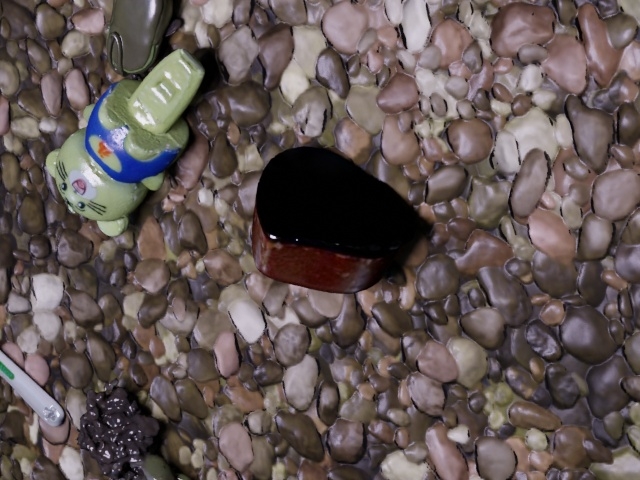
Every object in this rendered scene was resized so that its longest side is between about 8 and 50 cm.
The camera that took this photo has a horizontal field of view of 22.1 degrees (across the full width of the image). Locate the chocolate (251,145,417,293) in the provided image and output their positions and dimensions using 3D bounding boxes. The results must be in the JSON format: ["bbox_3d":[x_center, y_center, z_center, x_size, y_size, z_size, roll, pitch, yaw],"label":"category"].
[{"bbox_3d":[0.000,0.000,1.387,0.149,0.125,0.080,33,137,23],"label":"chocolate"}]

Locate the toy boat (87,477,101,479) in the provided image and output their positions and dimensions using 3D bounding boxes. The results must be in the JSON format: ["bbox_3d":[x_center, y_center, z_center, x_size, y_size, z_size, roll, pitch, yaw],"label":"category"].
[{"bbox_3d":[-0.227,0.313,1.705,0.096,0.034,0.122,44,134,21],"label":"toy boat"}]

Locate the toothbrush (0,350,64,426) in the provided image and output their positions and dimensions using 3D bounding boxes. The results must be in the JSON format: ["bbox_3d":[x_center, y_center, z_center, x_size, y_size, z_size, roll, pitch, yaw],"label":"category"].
[{"bbox_3d":[-0.376,0.096,1.767,0.304,0.030,0.030,41,124,20],"label":"toothbrush"}]

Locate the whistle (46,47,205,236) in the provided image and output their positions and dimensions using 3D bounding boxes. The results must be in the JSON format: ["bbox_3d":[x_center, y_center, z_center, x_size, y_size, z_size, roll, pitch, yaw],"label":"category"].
[{"bbox_3d":[-0.177,-0.093,1.514,0.105,0.085,0.227,48,128,3],"label":"whistle"}]

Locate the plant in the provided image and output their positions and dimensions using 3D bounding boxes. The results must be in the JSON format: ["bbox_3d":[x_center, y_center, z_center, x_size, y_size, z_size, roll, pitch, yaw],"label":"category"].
[{"bbox_3d":[-0.179,0.220,1.610,0.085,0.087,0.174,-39,80,13],"label":"plant"}]

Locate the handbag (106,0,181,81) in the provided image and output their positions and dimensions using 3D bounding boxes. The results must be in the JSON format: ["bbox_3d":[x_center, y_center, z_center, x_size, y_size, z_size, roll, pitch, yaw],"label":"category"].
[{"bbox_3d":[-0.167,-0.198,1.504,0.072,0.047,0.111,30,119,23],"label":"handbag"}]
